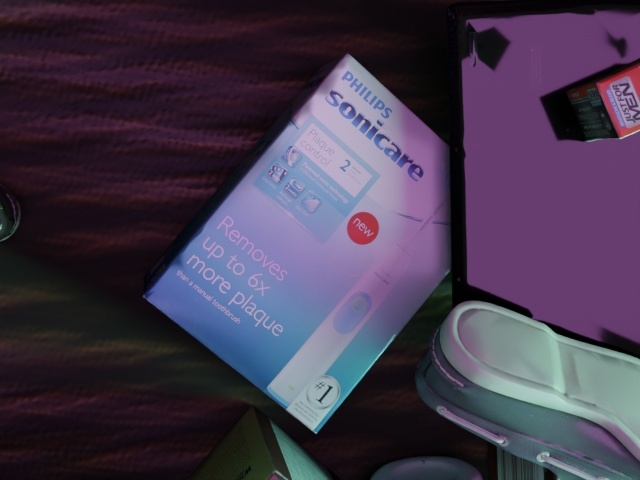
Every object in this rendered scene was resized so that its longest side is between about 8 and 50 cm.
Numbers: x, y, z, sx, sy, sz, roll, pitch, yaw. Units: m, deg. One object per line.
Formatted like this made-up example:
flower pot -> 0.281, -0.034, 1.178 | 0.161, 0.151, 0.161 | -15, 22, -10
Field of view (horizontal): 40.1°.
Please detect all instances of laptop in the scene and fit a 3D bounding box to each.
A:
laptop -> 0.323, -0.041, 0.908 | 0.407, 0.236, 0.382 | -2, 95, 0

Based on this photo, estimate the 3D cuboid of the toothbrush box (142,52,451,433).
toothbrush box -> 0.000, 0.000, 0.870 | 0.216, 0.126, 0.295 | 41, 86, -12

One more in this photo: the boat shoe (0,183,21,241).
boat shoe -> -0.390, -0.070, 0.821 | 0.227, 0.068, 0.081 | 30, 90, -12

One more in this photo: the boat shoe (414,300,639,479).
boat shoe -> 0.232, 0.160, 0.776 | 0.319, 0.116, 0.099 | 26, 131, -7

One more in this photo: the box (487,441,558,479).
box -> 0.388, 0.232, 0.932 | 0.381, 0.191, 0.143 | -4, 96, -9

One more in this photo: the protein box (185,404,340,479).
protein box -> -0.072, 0.301, 0.847 | 0.136, 0.201, 0.200 | 42, 87, -11

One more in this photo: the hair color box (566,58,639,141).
hair color box -> 0.303, -0.139, 0.732 | 0.167, 0.093, 0.053 | -25, 94, 2

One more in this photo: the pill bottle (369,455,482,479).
pill bottle -> 0.120, 0.353, 0.928 | 0.121, 0.121, 0.221 | -6, 96, -10
